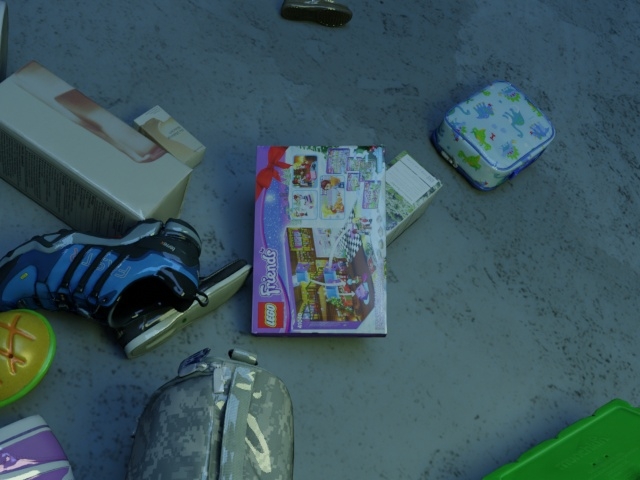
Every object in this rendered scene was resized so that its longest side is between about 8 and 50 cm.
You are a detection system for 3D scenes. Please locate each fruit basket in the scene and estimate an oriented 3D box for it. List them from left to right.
[{"bbox_3d":[0.406,0.458,1.126,0.392,0.283,0.392,-8,104,-33],"label":"fruit basket"}]

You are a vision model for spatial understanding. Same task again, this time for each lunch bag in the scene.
[{"bbox_3d":[-0.129,0.311,0.973,0.212,0.256,0.305,12,55,-13],"label":"lunch bag"},{"bbox_3d":[0.335,-0.200,1.583,0.219,0.090,0.176,-34,74,-34],"label":"lunch bag"}]

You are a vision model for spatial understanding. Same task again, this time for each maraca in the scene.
[{"bbox_3d":[-0.426,0.164,1.060,0.185,0.099,0.127,-37,59,-10],"label":"maraca"}]

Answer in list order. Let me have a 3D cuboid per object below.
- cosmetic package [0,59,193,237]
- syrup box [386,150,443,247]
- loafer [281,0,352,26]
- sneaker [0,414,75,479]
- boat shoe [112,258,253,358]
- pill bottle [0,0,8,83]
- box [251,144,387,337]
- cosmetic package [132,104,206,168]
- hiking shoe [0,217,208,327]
[{"bbox_3d":[-0.354,-0.112,1.230,0.296,0.153,0.129,36,54,3],"label":"cosmetic package"},{"bbox_3d":[0.092,-0.041,1.384,0.093,0.096,0.237,42,56,11],"label":"syrup box"},{"bbox_3d":[-0.007,-0.468,1.650,0.148,0.056,0.050,5,63,-18],"label":"loafer"},{"bbox_3d":[-0.416,0.331,0.951,0.282,0.102,0.161,-24,73,-31],"label":"sneaker"},{"bbox_3d":[-0.200,0.080,1.203,0.233,0.084,0.079,-30,71,-29],"label":"boat shoe"},{"bbox_3d":[-0.653,-0.290,1.199,0.361,0.204,0.204,5,57,-18],"label":"pill bottle"},{"bbox_3d":[0.000,0.000,1.254,0.201,0.057,0.293,0,77,2],"label":"box"},{"bbox_3d":[-0.253,-0.165,1.369,0.115,0.041,0.060,40,53,8],"label":"cosmetic package"},{"bbox_3d":[-0.308,0.057,1.105,0.304,0.113,0.132,-14,49,2],"label":"hiking shoe"}]
